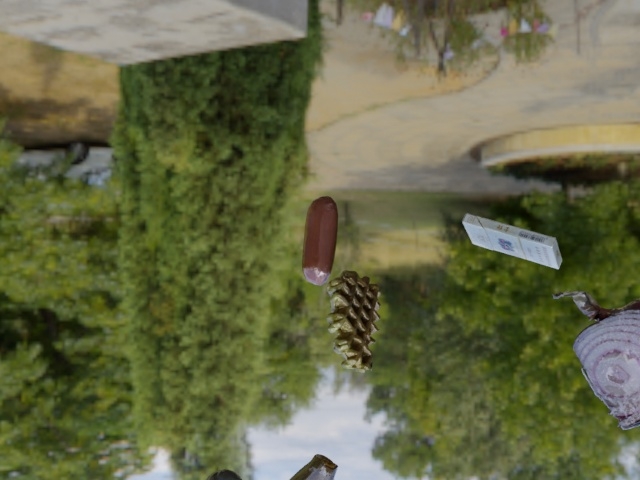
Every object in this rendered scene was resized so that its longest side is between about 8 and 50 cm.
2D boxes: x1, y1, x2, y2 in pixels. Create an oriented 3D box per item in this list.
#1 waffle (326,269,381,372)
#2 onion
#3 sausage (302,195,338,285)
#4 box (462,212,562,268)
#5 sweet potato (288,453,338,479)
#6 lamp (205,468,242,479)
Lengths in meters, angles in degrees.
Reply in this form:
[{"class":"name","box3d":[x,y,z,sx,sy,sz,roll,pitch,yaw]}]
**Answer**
[{"class":"waffle","box3d":[0.063,0.138,1.629,0.046,0.192,0.160,-23,152,27]},{"class":"onion","box3d":[0.609,0.207,1.803,0.256,0.272,0.230,-6,-176,33]},{"class":"sausage","box3d":[0.000,0.000,2.062,0.077,0.194,0.077,7,174,1]},{"class":"box","box3d":[0.335,0.000,1.677,0.167,0.024,0.090,17,162,29]},{"class":"sweet potato","box3d":[-0.040,0.488,1.836,0.077,0.077,0.244,4,135,-43]},{"class":"lamp","box3d":[-0.232,0.602,2.309,0.105,0.105,0.105,1,177,0]}]
